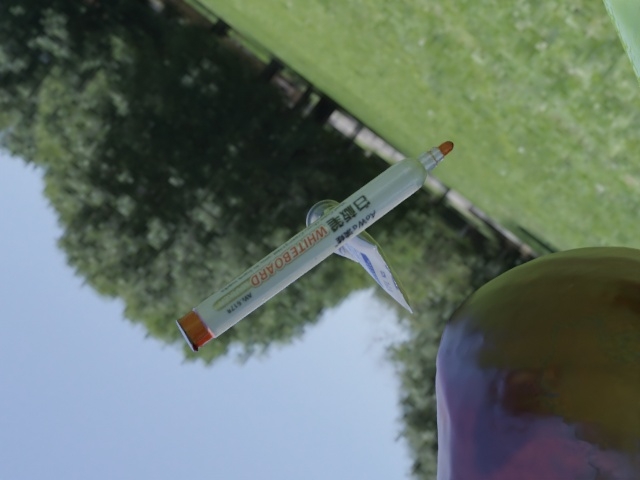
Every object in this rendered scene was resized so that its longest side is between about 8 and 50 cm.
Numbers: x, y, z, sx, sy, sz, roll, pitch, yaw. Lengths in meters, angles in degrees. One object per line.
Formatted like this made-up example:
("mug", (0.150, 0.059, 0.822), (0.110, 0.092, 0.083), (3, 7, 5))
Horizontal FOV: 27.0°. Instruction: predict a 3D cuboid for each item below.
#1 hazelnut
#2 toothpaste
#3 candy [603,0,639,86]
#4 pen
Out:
("hazelnut", (0.259, 0.193, 1.117), (0.359, 0.359, 0.409), (40, 143, 39))
("toothpaste", (0.049, 0.009, 1.649), (0.096, 0.061, 0.266), (59, 174, -24))
("candy", (0.288, -0.155, 0.955), (0.142, 0.132, 0.343), (85, 166, -74))
("pen", (0.000, 0.000, 0.870), (0.026, 0.218, 0.026), (54, 175, 7))
